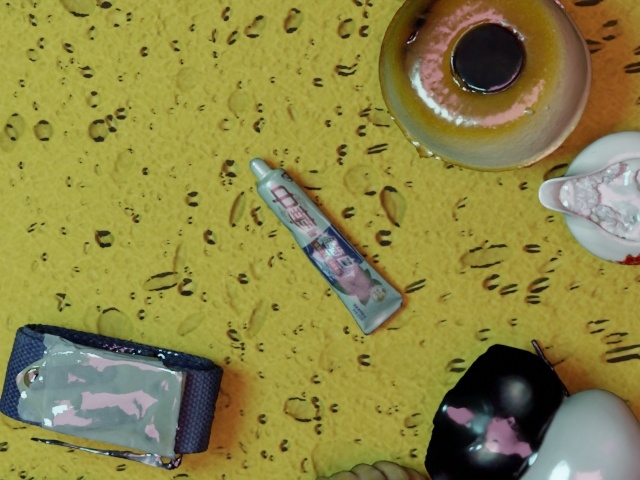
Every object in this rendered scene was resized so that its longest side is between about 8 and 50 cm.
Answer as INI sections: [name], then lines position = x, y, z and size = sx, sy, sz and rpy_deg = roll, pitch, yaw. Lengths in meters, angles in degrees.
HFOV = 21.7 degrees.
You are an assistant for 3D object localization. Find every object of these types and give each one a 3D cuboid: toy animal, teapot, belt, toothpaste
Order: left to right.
[belt]
position = -0.228, 0.171, 1.802
size = 0.231, 0.139, 0.126
rpy_deg = 13, 94, -2
[toothpaste]
position = 0.000, 0.000, 1.835
size = 0.060, 0.038, 0.233
rpy_deg = -39, 96, 6
[toy animal]
position = 0.241, 0.232, 1.765
size = 0.235, 0.165, 0.187
rpy_deg = 29, 100, 15
[teapot]
position = 0.343, -0.046, 1.795
size = 0.226, 0.092, 0.145
rpy_deg = 0, 98, 0

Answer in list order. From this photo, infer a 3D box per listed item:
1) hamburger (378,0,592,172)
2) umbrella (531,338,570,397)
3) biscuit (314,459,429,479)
[hamburger]
position = 0.172, -0.180, 1.762
size = 0.237, 0.147, 0.236
rpy_deg = -1, 84, 7
[umbrella]
position = 0.299, 0.229, 1.855
size = 0.044, 0.044, 0.269
rpy_deg = -29, 84, 29
[biscuit]
position = 0.038, 0.288, 1.843
size = 0.183, 0.061, 0.118
rpy_deg = -18, 136, 3
